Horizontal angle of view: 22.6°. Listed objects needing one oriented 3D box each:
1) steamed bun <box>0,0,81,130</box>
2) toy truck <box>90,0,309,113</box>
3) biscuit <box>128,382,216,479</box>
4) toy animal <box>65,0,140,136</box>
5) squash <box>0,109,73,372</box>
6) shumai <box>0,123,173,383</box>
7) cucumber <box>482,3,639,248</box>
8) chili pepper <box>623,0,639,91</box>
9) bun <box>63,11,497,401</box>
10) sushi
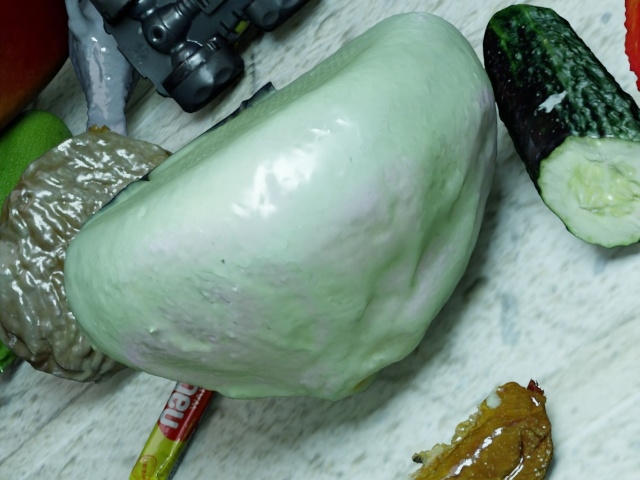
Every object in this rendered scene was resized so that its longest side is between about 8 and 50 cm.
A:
[{"bbox_3d":[-0.384,-0.233,1.644,0.248,0.235,0.379,-26,24,17],"label":"steamed bun"},{"bbox_3d":[-0.088,-0.234,1.453,0.224,0.147,0.165,-40,3,29],"label":"toy truck"},{"bbox_3d":[-0.068,0.069,1.180,0.048,0.026,0.292,12,69,40],"label":"biscuit"},{"bbox_3d":[-0.210,-0.200,1.568,0.081,0.206,0.367,-8,35,-1],"label":"toy animal"},{"bbox_3d":[-0.300,-0.001,1.548,0.101,0.101,0.378,-35,32,33],"label":"squash"},{"bbox_3d":[-0.183,0.012,1.322,0.206,0.166,0.175,-56,5,-5],"label":"shumai"},{"bbox_3d":[0.144,-0.079,0.957,0.074,0.074,0.241,-46,25,17],"label":"cucumber"},{"bbox_3d":[0.242,-0.228,0.943,0.110,0.110,0.387,-9,56,54],"label":"chili pepper"},{"bbox_3d":[0.000,0.000,0.987,0.293,0.187,0.293,-34,11,8],"label":"bun"},{"bbox_3d":[0.081,0.125,0.850,0.118,0.061,0.060,-36,17,-8],"label":"sushi"}]
